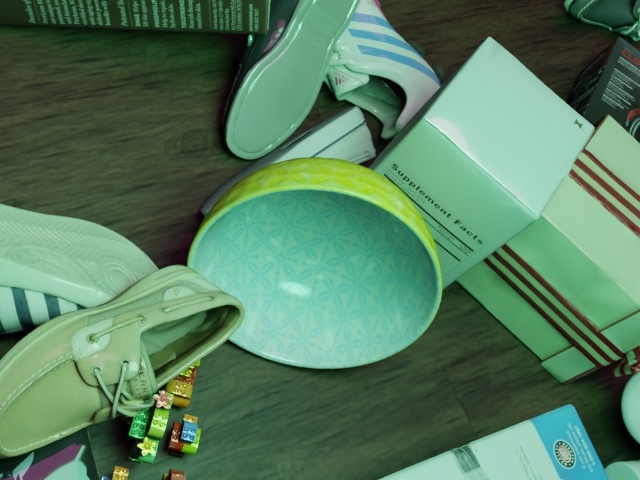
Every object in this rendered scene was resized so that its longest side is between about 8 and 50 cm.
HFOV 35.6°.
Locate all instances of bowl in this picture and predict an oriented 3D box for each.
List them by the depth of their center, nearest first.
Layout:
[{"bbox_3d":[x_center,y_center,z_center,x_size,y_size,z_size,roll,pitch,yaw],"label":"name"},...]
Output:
[{"bbox_3d":[0.000,0.000,1.164,0.290,0.289,0.156,23,42,-13],"label":"bowl"}]

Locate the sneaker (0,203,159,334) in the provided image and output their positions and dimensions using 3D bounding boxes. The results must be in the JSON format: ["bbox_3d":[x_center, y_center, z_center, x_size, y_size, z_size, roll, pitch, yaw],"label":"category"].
[{"bbox_3d":[-0.322,0.055,1.078,0.350,0.148,0.131,23,32,-40],"label":"sneaker"}]

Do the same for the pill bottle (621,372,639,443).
[{"bbox_3d":[0.502,0.225,1.340,0.215,0.117,0.117,10,60,-46],"label":"pill bottle"}]

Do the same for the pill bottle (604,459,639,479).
[{"bbox_3d":[0.473,0.338,1.295,0.209,0.119,0.119,6,64,-23],"label":"pill bottle"}]

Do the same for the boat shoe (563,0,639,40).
[{"bbox_3d":[0.551,-0.394,1.691,0.320,0.116,0.099,-9,66,-33],"label":"boat shoe"}]

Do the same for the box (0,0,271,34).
[{"bbox_3d":[-0.248,-0.371,1.233,0.382,0.143,0.191,3,63,-5],"label":"box"}]

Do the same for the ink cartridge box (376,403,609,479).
[{"bbox_3d":[0.195,0.350,1.154,0.308,0.129,0.223,-14,73,-29],"label":"ink cartridge box"}]

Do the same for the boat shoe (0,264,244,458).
[{"bbox_3d":[-0.206,0.124,0.998,0.098,0.109,0.302,22,40,37],"label":"boat shoe"}]

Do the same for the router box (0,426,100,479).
[{"bbox_3d":[-0.346,0.334,0.941,0.309,0.081,0.242,-9,70,-28],"label":"router box"}]

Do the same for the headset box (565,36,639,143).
[{"bbox_3d":[0.484,-0.158,1.546,0.218,0.110,0.293,35,57,-5],"label":"headset box"}]

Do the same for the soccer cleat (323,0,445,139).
[{"bbox_3d":[0.032,-0.282,1.395,0.331,0.116,0.143,44,56,0],"label":"soccer cleat"}]

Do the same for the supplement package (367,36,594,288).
[{"bbox_3d":[0.163,-0.076,1.249,0.175,0.293,0.177,41,55,-2],"label":"supplement package"}]

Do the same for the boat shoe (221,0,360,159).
[{"bbox_3d":[-0.048,-0.249,1.318,0.114,0.091,0.302,35,87,-42],"label":"boat shoe"}]

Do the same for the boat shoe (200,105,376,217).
[{"bbox_3d":[-0.033,-0.078,1.286,0.267,0.096,0.088,-37,105,-34],"label":"boat shoe"}]

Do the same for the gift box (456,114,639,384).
[{"bbox_3d":[0.371,0.025,1.315,0.258,0.276,0.255,43,61,-2],"label":"gift box"}]

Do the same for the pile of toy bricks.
[{"bbox_3d":[-0.180,0.195,1.071,0.118,0.105,0.212,17,60,-16],"label":"pile of toy bricks"}]
